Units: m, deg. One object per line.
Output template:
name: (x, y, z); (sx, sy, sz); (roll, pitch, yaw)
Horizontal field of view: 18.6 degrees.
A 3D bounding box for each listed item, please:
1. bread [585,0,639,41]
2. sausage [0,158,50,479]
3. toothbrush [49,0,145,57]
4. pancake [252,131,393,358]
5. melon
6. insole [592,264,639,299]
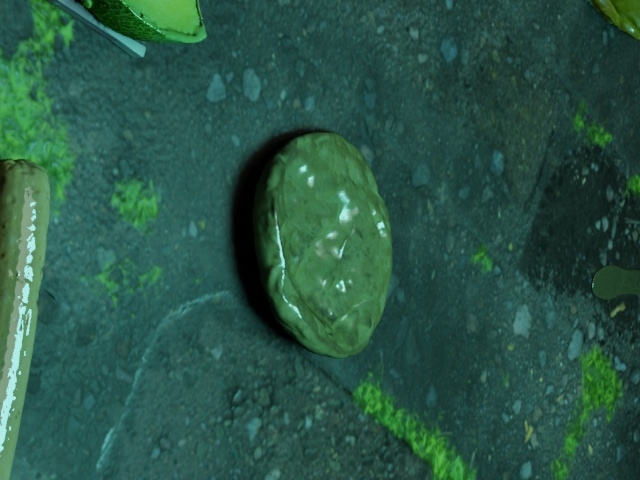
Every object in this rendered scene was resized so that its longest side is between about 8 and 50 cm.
bread: (0.439, -0.340, 2.333); (0.227, 0.253, 0.142); (46, 61, -39)
sausage: (-0.271, 0.080, 1.632); (0.065, 0.065, 0.301); (15, 83, -51)
toothbrush: (-0.220, -0.204, 1.708); (0.194, 0.014, 0.017); (28, 70, -49)
pancake: (0.000, 0.000, 1.976); (0.242, 0.050, 0.242); (7, 81, -58)
melon: (-0.179, -0.262, 1.708); (0.118, 0.064, 0.210); (-27, 104, -48)
insole: (0.381, 0.054, 2.487); (0.135, 0.002, 0.045); (3, 91, -52)
